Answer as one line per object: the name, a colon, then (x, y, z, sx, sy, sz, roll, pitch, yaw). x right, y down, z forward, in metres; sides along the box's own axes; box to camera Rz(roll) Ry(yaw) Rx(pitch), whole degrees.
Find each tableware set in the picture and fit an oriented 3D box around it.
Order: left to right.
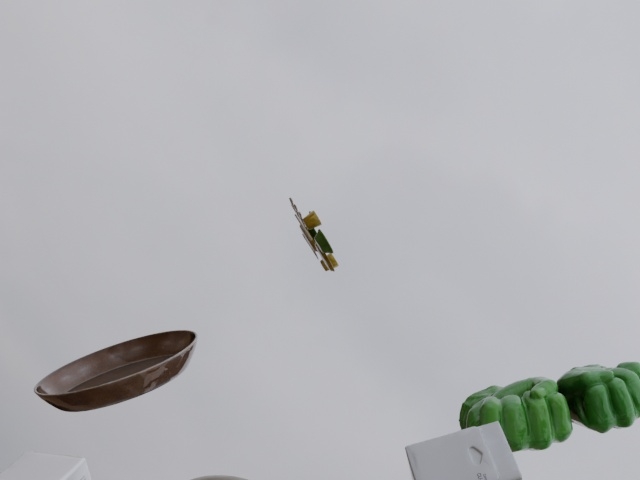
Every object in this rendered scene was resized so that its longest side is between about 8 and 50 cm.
tableware set: (0.000, 0.000, 2.277, 0.104, 0.024, 0.154, 57, -5, 22)

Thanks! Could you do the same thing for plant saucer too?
plant saucer: (-0.197, 0.131, 1.655, 0.168, 0.168, 0.029, 7, -62, 68)

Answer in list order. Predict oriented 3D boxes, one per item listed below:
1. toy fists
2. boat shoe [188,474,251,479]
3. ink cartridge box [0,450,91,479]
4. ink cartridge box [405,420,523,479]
toy fists: (0.333, 0.227, 2.332, 0.142, 0.279, 0.096, -165, -114, -67)
boat shoe: (-0.011, 0.378, 1.887, 0.340, 0.127, 0.158, 20, -23, 25)
ink cartridge box: (-0.335, 0.400, 2.026, 0.100, 0.172, 0.237, 1, -64, 32)
ink cartridge box: (0.189, 0.339, 2.091, 0.128, 0.127, 0.176, -108, -175, -62)
